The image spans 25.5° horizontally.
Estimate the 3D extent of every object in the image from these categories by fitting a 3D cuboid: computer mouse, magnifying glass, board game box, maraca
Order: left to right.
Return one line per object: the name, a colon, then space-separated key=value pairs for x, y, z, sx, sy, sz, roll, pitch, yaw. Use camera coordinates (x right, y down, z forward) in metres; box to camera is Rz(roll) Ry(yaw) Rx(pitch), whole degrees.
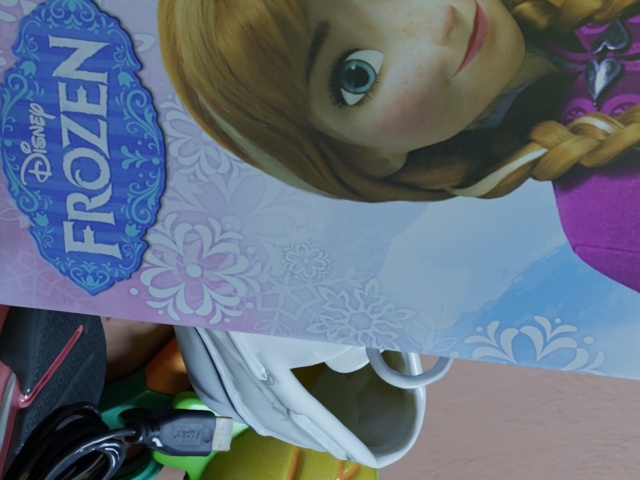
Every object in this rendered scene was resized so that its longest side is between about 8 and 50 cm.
computer mouse: x=-0.103 y=0.155 z=0.775 sx=0.184 sy=0.060 sz=0.262 roll=-49 pitch=144 yaw=12
magnifying glass: x=-0.108 y=0.099 z=0.864 sx=0.092 sy=0.026 sz=0.231 roll=19 pitch=132 yaw=-31
maraca: x=-0.031 y=0.140 z=0.874 sx=0.127 sy=0.099 sz=0.185 roll=-33 pitch=132 yaw=-5
board game box: x=0.047 y=-0.104 z=0.417 sx=0.318 sy=0.066 sz=0.318 roll=6 pitch=125 yaw=5

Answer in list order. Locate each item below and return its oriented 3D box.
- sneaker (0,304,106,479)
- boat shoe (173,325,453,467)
sneaker: x=-0.222 y=0.133 z=0.812 sx=0.136 sy=0.116 sz=0.314 roll=26 pitch=124 yaw=5
boat shoe: x=-0.004 y=0.007 z=0.634 sx=0.156 sy=0.136 sz=0.367 roll=24 pitch=151 yaw=26
